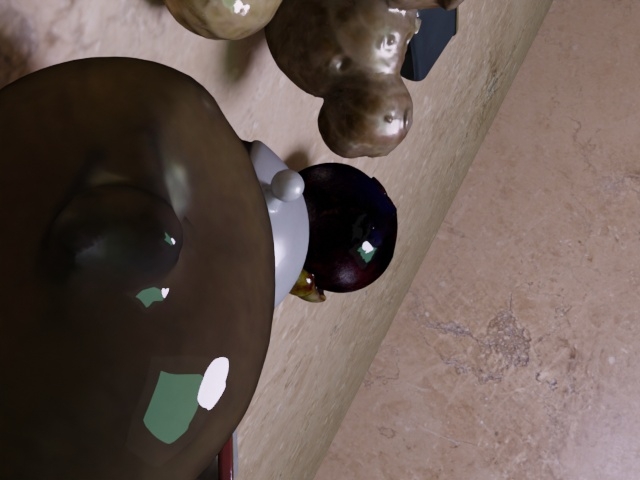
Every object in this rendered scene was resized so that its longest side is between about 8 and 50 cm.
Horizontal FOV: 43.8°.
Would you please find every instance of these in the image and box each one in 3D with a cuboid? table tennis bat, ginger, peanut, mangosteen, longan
[{"bbox_3d":[-0.146,0.390,1.205,0.200,0.038,0.310,103,-17,-62],"label":"table tennis bat"},{"bbox_3d":[0.051,-0.239,0.791,0.155,0.244,0.304,-8,131,-47],"label":"ginger"},{"bbox_3d":[-0.051,-0.253,0.677,0.228,0.086,0.104,-56,152,-34],"label":"peanut"},{"bbox_3d":[0.000,0.000,1.114,0.230,0.194,0.194,-38,162,-3],"label":"mangosteen"},{"bbox_3d":[-0.146,0.029,0.490,0.300,0.243,0.300,-174,-90,-72],"label":"longan"}]

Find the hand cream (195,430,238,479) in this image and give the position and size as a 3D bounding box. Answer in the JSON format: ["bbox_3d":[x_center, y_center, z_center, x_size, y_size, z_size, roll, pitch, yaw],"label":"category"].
[{"bbox_3d":[-0.210,0.458,1.313,0.314,0.089,0.139,-59,157,-49],"label":"hand cream"}]

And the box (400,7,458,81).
[{"bbox_3d":[0.084,-0.287,0.971,0.090,0.144,0.201,-58,165,-7],"label":"box"}]

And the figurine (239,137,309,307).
[{"bbox_3d":[-0.109,0.034,0.782,0.370,0.167,0.281,110,-5,-54],"label":"figurine"}]
